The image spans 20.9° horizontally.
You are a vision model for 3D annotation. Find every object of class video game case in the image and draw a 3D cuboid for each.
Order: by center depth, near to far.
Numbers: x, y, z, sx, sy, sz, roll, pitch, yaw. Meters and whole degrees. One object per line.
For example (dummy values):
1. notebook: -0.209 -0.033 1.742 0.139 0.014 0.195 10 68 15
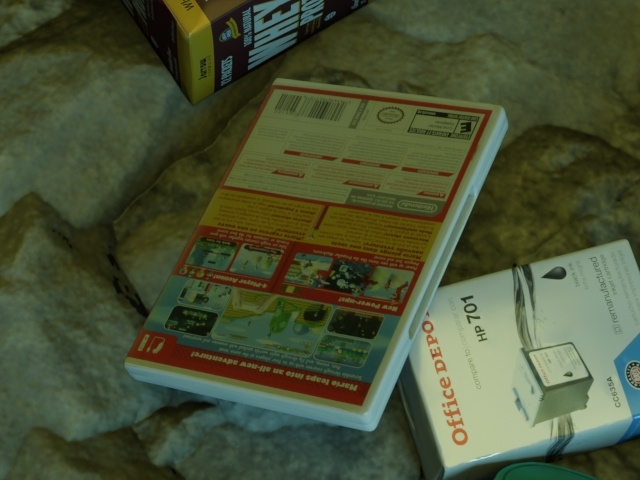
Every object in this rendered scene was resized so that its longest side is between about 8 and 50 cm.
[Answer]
1. video game case: 0.000 0.000 1.300 0.204 0.025 0.285 10 57 27

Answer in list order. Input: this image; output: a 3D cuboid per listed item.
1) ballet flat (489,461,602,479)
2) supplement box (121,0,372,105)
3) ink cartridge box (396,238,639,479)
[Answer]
1. ballet flat: 0.314 0.310 1.182 0.483 0.182 0.164 16 25 24
2. supplement box: -0.073 -0.252 1.399 0.194 0.129 0.191 -31 75 -13
3. ink cartridge box: 0.158 0.095 1.312 0.190 0.082 0.139 -14 72 -9
